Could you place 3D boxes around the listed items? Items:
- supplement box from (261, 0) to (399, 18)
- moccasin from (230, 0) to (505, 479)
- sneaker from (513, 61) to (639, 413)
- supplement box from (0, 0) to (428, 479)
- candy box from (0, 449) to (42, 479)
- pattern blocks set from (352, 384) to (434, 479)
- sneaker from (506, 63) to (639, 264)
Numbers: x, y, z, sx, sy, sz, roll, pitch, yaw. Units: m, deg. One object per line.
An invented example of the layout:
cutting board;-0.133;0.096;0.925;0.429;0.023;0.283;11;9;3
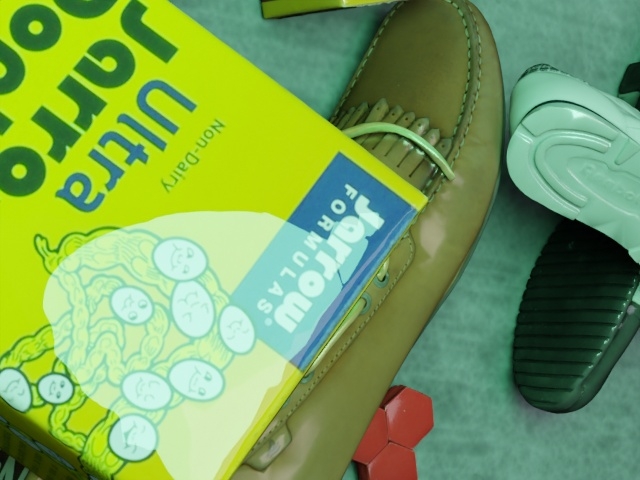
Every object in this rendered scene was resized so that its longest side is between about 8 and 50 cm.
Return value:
supplement box;0.007;-0.240;0.994;0.081;0.104;0.188;-13;99;-30
moccasin;-0.002;-0.001;0.978;0.147;0.139;0.380;43;72;-40
sneaker;0.261;-0.004;1.150;0.146;0.122;0.330;35;76;-26
supplement box;-0.161;-0.030;0.779;0.356;0.195;0.194;36;73;-1
candy box;-0.160;0.129;0.912;0.053;0.109;0.187;30;77;-29
pattern blocks set;-0.038;0.260;1.040;0.325;0.026;0.285;-18;102;-29
sneaker;0.221;-0.032;1.025;0.235;0.095;0.090;37;115;-16
